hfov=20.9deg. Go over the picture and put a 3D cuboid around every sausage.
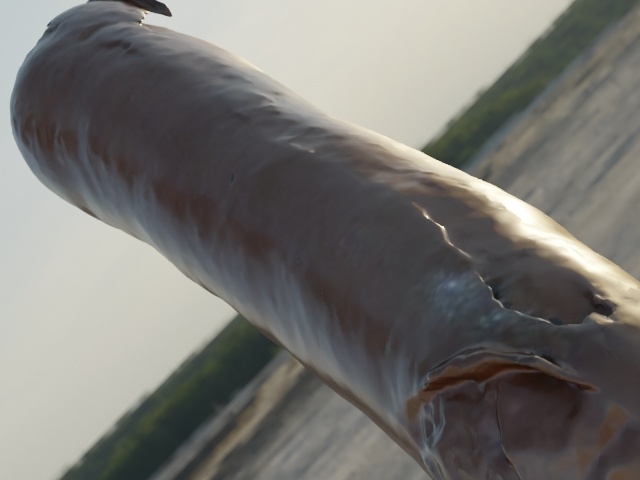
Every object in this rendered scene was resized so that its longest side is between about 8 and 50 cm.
[{"bbox_3d":[0.000,0.000,0.604,0.094,0.094,0.419,-47,36,-7],"label":"sausage"}]
